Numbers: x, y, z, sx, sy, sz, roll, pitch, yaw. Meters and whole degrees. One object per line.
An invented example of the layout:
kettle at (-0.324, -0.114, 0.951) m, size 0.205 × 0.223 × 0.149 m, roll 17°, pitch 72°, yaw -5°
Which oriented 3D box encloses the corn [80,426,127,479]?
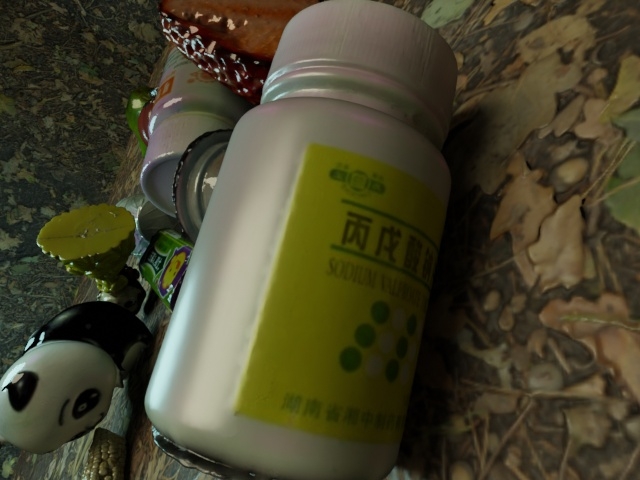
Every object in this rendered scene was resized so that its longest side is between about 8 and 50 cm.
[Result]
corn at (-0.421, 0.459, 0.899) m, size 0.087 × 0.087 × 0.210 m, roll -52°, pitch 29°, yaw 24°

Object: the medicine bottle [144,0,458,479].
medicine bottle at (0.000, 0.000, 0.423) m, size 0.214 × 0.214 × 0.378 m, roll -7°, pitch 65°, yaw 55°

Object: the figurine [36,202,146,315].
figurine at (-0.497, 0.081, 1.085) m, size 0.168 × 0.187 × 0.315 m, roll 40°, pitch 148°, yaw 29°

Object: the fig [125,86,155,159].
fig at (-0.615, -0.421, 1.700) m, size 0.206 × 0.206 × 0.274 m, roll -112°, pitch 33°, yaw -50°

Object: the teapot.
teapot at (-0.440, -0.018, 1.161) m, size 0.178 × 0.163 × 0.221 m, roll -6°, pitch 66°, yaw 51°

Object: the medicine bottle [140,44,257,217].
medicine bottle at (-0.217, -0.240, 0.911) m, size 0.219 × 0.219 × 0.387 m, roll -36°, pitch 43°, yaw 41°

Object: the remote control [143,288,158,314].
remote control at (-0.435, 0.147, 1.186) m, size 0.096 × 0.014 × 0.039 m, roll -55°, pitch 33°, yaw 20°

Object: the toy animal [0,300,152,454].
toy animal at (-0.529, 0.287, 0.966) m, size 0.250 × 0.251 × 0.310 m, roll -54°, pitch 6°, yaw 20°

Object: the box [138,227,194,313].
box at (-0.283, 0.059, 0.935) m, size 0.346 × 0.097 × 0.134 m, roll 14°, pitch 74°, yaw 59°

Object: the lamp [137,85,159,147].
lamp at (-0.350, -0.308, 1.163) m, size 0.227 × 0.227 × 0.226 m, roll -35°, pitch 43°, yaw 41°

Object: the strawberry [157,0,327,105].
strawberry at (-0.114, -0.319, 0.786) m, size 0.150 × 0.281 × 0.253 m, roll 94°, pitch 160°, yaw -60°

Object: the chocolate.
chocolate at (-0.091, -0.064, 0.684) m, size 0.147 × 0.221 × 0.221 m, roll 8°, pitch 75°, yaw 29°
